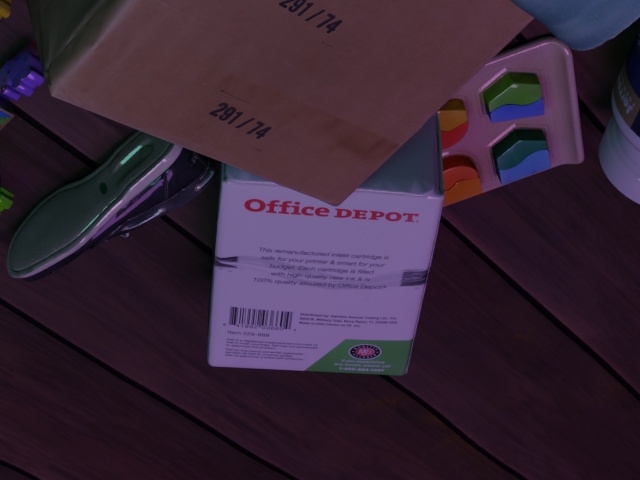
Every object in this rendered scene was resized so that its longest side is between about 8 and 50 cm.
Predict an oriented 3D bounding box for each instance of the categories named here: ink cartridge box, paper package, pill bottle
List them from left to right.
[{"bbox_3d":[-0.035,-0.214,1.519,0.325,0.168,0.309,18,132,-36],"label":"paper package"},{"bbox_3d":[0.000,0.000,1.802,0.211,0.121,0.289,4,140,-4],"label":"ink cartridge box"},{"bbox_3d":[0.367,-0.158,1.734,0.153,0.153,0.264,-1,139,-18],"label":"pill bottle"}]

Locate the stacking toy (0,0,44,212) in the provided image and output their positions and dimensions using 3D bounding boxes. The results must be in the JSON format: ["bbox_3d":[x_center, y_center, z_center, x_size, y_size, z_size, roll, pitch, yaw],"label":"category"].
[{"bbox_3d":[-0.296,-0.120,1.621,0.221,0.052,0.167,-41,135,17],"label":"stacking toy"}]

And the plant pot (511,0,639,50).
[{"bbox_3d":[0.183,-0.317,1.355,0.196,0.293,0.293,29,128,-13],"label":"plant pot"}]

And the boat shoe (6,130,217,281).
[{"bbox_3d":[-0.205,-0.024,1.762,0.233,0.084,0.079,-34,138,18],"label":"boat shoe"}]

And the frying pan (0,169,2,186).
[{"bbox_3d":[-0.456,-0.015,1.722,0.326,0.053,0.197,-24,141,5],"label":"frying pan"}]

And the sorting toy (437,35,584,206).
[{"bbox_3d":[0.158,-0.105,1.822,0.208,0.038,0.193,-16,142,1],"label":"sorting toy"}]
